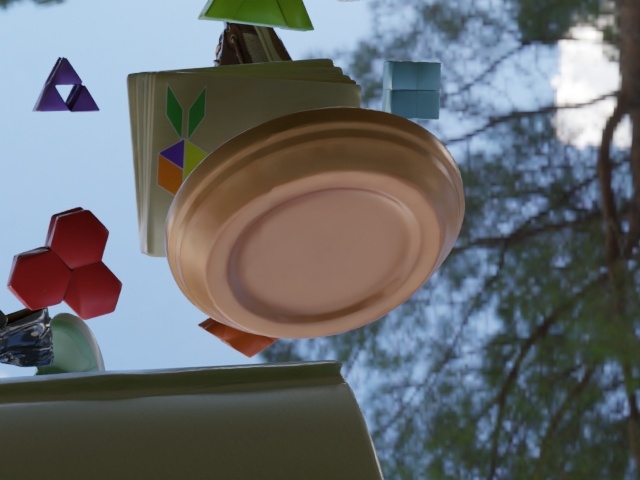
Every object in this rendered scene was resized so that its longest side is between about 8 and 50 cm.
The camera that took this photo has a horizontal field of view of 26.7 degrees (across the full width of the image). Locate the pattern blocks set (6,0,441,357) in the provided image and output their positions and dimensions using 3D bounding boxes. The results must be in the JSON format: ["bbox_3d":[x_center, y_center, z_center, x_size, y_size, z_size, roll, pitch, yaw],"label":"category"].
[{"bbox_3d":[-0.057,-0.057,1.006,0.324,0.286,0.026,9,-178,-27],"label":"pattern blocks set"}]

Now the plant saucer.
[{"bbox_3d":[0.000,0.000,0.872,0.199,0.200,0.037,-13,-131,-4],"label":"plant saucer"}]

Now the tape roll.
[{"bbox_3d":[-0.073,0.169,0.492,0.169,0.246,0.246,-3,-138,-11],"label":"tape roll"}]

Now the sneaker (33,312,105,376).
[{"bbox_3d":[-0.358,0.229,1.776,0.094,0.256,0.151,6,-173,17],"label":"sneaker"}]

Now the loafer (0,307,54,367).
[{"bbox_3d":[-0.318,0.088,1.272,0.062,0.061,0.170,5,180,28],"label":"loafer"}]

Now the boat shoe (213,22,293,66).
[{"bbox_3d":[-0.109,-0.258,1.963,0.123,0.123,0.342,-31,-111,4],"label":"boat shoe"}]
